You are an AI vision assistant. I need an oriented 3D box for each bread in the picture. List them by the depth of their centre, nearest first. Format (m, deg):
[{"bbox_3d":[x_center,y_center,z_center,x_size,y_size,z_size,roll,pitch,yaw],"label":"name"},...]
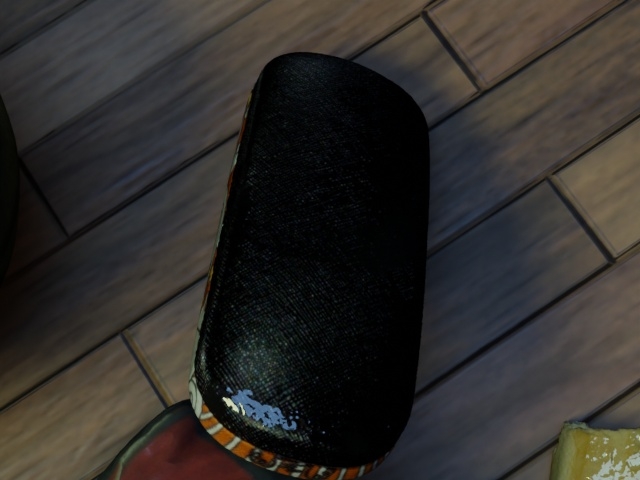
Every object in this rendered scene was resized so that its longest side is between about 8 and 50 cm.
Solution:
[{"bbox_3d":[0.159,0.131,0.643,0.083,0.035,0.070,7,75,14],"label":"bread"}]

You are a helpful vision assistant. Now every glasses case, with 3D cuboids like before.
[{"bbox_3d":[0.000,0.000,0.622,0.103,0.067,0.266,17,45,-8],"label":"glasses case"}]

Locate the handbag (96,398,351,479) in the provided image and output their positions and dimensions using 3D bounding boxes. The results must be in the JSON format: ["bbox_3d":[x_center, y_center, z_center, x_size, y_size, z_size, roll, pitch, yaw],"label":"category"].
[{"bbox_3d":[-0.060,0.214,0.566,0.181,0.181,0.254,37,80,19],"label":"handbag"}]

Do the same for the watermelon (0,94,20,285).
[{"bbox_3d":[-0.317,-0.054,0.608,0.359,0.279,0.279,40,82,14],"label":"watermelon"}]
